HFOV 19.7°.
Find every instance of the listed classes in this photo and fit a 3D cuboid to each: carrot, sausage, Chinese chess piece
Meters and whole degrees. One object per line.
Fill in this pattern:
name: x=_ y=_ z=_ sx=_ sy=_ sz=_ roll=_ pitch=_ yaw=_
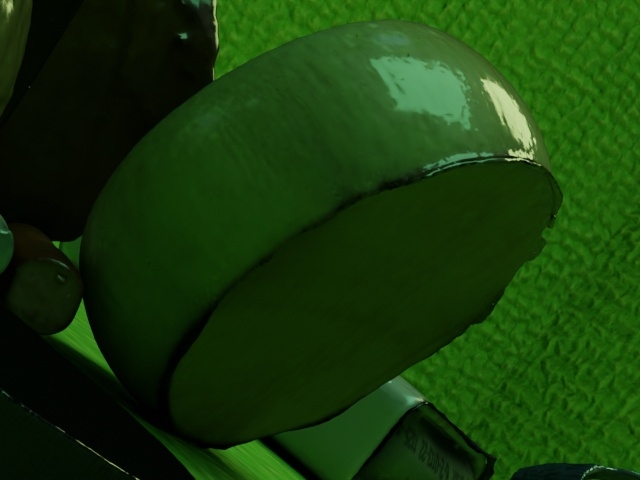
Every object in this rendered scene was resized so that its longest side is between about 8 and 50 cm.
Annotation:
carrot: x=-0.216 y=-0.154 z=1.035 sx=0.340 sy=0.241 sz=0.241 roll=37 pitch=-2 yaw=-21
sausage: x=-0.148 y=0.017 z=0.929 sx=0.039 sy=0.041 sz=0.131 roll=22 pitch=2 yaw=-19
Chinese chess piece: x=0.000 y=0.000 z=0.967 sx=0.104 sy=0.257 sz=0.257 roll=58 pitch=6 yaw=24

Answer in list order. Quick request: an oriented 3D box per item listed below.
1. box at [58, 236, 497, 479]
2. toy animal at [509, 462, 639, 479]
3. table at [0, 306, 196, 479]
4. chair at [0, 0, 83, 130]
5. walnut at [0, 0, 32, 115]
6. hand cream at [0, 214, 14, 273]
box: x=-0.038 y=0.099 z=1.501 sx=0.369 sy=0.112 sz=0.190 roll=38 pitch=-2 yaw=33
toy animal: x=0.175 y=0.245 z=1.596 sx=0.239 sy=0.255 sz=0.176 roll=-27 pitch=87 yaw=-51
table: x=-0.086 y=0.029 z=0.368 sx=0.133 sy=0.043 sz=0.133 roll=38 pitch=-3 yaw=2
chair: x=-0.198 y=-0.103 z=0.748 sx=0.186 sy=0.160 sz=0.319 roll=37 pitch=-5 yaw=-23
walnut: x=-0.155 y=-0.075 z=0.505 sx=0.166 sy=0.149 sz=0.166 roll=23 pitch=24 yaw=-11
hand cream: x=-0.184 y=-0.005 z=0.920 sx=0.061 sy=0.039 sz=0.143 roll=36 pitch=-7 yaw=-23
